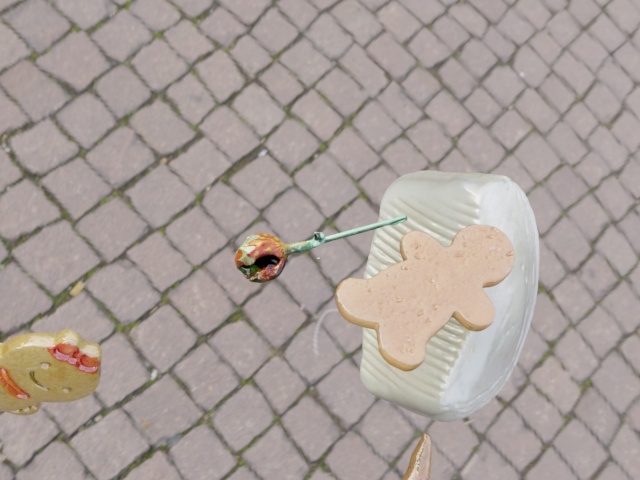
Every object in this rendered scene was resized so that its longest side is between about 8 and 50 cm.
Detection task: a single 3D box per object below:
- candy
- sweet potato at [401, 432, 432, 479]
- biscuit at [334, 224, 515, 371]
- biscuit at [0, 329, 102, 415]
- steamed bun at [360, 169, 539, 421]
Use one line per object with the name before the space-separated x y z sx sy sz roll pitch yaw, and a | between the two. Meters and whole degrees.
candy | 0.000 0.000 0.974 0.185 0.055 0.049 -16 60 3
sweet potato | 0.127 0.366 1.375 0.044 0.044 0.179 24 81 -15
biscuit | 0.151 0.062 1.233 0.250 0.036 0.165 -34 69 -23
biscuit | -0.366 0.165 1.144 0.226 0.166 0.036 -8 49 7
steamed bun | 0.221 0.084 1.505 0.236 0.247 0.383 4 94 -44
